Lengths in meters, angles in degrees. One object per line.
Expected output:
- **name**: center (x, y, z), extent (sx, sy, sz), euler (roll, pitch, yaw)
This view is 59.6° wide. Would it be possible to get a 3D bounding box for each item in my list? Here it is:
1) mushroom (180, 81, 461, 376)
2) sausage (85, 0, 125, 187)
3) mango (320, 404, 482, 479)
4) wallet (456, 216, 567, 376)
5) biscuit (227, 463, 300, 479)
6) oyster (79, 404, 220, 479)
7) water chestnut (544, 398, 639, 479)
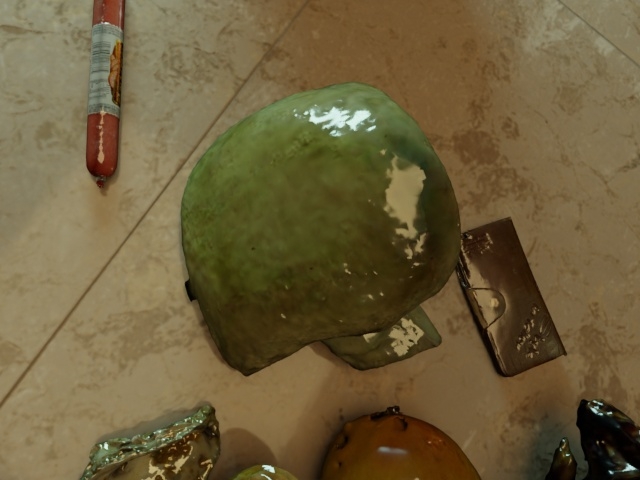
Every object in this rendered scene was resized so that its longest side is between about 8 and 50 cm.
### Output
- **mushroom**: center (-0.008, -0.004, 0.521), extent (0.218, 0.212, 0.291), euler (-16, 92, -26)
- **sausage**: center (-0.219, -0.176, 0.570), extent (0.034, 0.034, 0.253), euler (2, 81, -15)
- **mango**: center (0.091, 0.285, 0.531), extent (0.156, 0.151, 0.248), euler (-21, 93, 13)
- **wallet**: center (0.219, 0.066, 0.655), extent (0.095, 0.026, 0.176), euler (-18, 85, -16)
- **biscuit**: center (0.012, 0.290, 0.456), extent (0.277, 0.052, 0.262), euler (34, 106, 15)
- **oyster**: center (-0.162, 0.220, 0.507), extent (0.105, 0.056, 0.177), euler (43, 73, -17)
- **water chestnut**: center (0.328, 0.303, 0.523), extent (0.244, 0.289, 0.289), euler (35, 73, -3)
